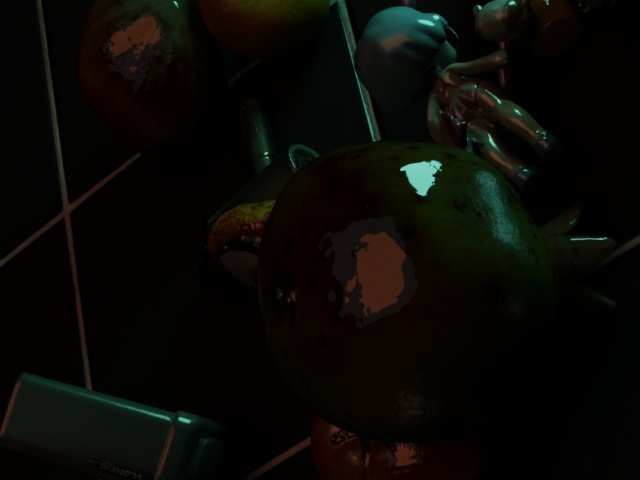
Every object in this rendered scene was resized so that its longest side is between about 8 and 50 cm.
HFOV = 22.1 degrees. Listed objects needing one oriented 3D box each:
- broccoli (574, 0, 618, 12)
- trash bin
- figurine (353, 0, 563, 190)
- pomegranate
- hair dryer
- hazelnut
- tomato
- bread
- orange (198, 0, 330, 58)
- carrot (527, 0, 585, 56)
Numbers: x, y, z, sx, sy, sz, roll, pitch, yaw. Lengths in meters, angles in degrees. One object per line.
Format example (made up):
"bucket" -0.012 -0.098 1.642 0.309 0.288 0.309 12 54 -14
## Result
"broccoli" 0.294 -0.318 1.563 0.194 0.194 0.220 -32 29 31
"trash bin" -0.217 0.216 1.768 0.177 0.236 0.101 114 173 -83
"figurine" 0.139 -0.161 1.628 0.260 0.102 0.205 45 129 33
"pomegranate" 0.093 0.047 1.484 0.290 0.323 0.291 -6 81 39
"hair dryer" -0.084 -0.083 1.896 0.195 0.078 0.248 -39 40 27
"hazelnut" -0.200 -0.212 1.979 0.181 0.181 0.212 -48 72 10
"tomato" 0.070 0.175 1.610 0.225 0.085 0.225 -17 63 36
"bread" 0.002 0.006 1.716 0.268 0.139 0.095 -10 45 34
"orange" -0.064 -0.287 1.904 0.136 0.159 0.159 -140 74 -88
"carrot" 0.203 -0.282 1.688 0.067 0.067 0.225 -41 50 25
